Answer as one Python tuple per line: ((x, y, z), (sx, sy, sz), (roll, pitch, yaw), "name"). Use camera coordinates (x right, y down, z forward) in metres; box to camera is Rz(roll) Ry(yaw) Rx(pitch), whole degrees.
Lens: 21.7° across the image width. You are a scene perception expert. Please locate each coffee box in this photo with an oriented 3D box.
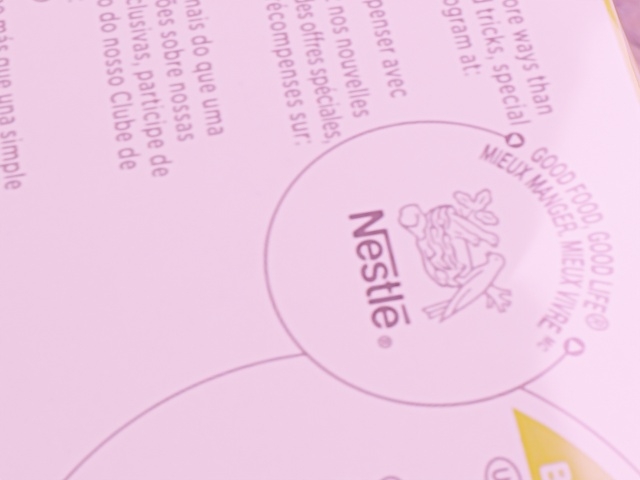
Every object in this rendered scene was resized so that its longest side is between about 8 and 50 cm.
((-0.073, 0.106, 0.462), (0.334, 0.338, 0.338), (-10, 56, -3), "coffee box")
